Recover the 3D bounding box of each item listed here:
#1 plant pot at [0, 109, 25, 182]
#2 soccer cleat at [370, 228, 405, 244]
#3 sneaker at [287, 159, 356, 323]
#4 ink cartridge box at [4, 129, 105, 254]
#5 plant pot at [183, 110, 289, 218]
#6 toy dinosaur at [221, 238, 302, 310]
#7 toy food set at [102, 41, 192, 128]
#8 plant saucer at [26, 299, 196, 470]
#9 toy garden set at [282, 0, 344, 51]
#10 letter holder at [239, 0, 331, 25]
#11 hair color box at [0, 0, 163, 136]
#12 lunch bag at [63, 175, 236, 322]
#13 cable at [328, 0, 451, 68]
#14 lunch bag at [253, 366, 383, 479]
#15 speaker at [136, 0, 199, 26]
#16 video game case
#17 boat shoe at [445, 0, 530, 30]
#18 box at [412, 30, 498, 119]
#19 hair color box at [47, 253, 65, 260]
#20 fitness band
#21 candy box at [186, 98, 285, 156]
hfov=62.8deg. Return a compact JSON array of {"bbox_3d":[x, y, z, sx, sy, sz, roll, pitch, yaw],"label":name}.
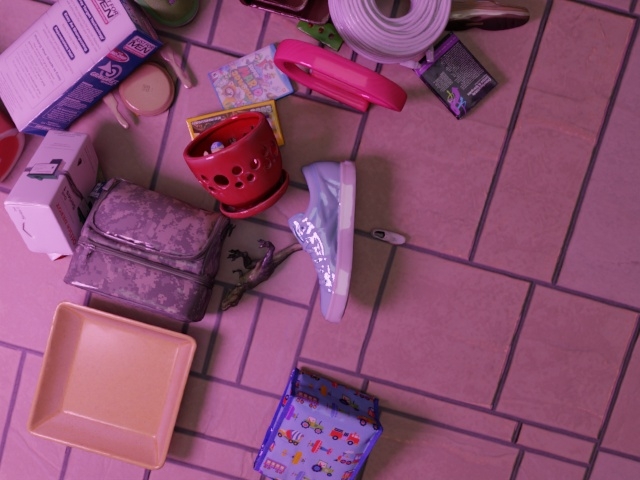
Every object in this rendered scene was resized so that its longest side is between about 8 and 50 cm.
[{"bbox_3d":[-0.806,-0.227,1.121,0.243,0.275,0.274,33,95,-11],"label":"plant pot"},{"bbox_3d":[0.157,-0.009,1.216,0.083,0.035,0.029,17,95,0],"label":"soccer cleat"},{"bbox_3d":[0.000,0.000,1.180,0.150,0.135,0.365,3,84,2],"label":"sneaker"},{"bbox_3d":[-0.549,-0.100,1.110,0.093,0.160,0.219,5,51,0],"label":"ink cartridge box"},{"bbox_3d":[-0.167,-0.158,1.124,0.191,0.191,0.174,-28,122,3],"label":"plant pot"},{"bbox_3d":[-0.136,0.052,1.205,0.268,0.064,0.118,-34,134,0],"label":"toy dinosaur"},{"bbox_3d":[-0.399,-0.351,1.204,0.192,0.038,0.132,-32,101,-2],"label":"toy food set"},{"bbox_3d":[-0.480,0.332,1.237,0.333,0.081,0.332,16,94,0],"label":"plant saucer"},{"bbox_3d":[0.014,-0.577,1.167,0.204,0.049,0.244,31,100,3],"label":"toy garden set"},{"bbox_3d":[-0.040,-0.627,1.068,0.215,0.152,0.301,17,99,3],"label":"letter holder"},{"bbox_3d":[-0.527,-0.392,1.123,0.347,0.105,0.173,-33,83,15],"label":"hair color box"},{"bbox_3d":[-0.368,0.019,1.154,0.305,0.212,0.255,18,79,-1],"label":"lunch bag"},{"bbox_3d":[0.146,-0.501,1.091,0.257,0.089,0.256,2,97,-14],"label":"cable"},{"bbox_3d":[-0.017,0.484,1.226,0.221,0.138,0.293,22,104,-3],"label":"lunch bag"},{"bbox_3d":[-0.332,-0.529,1.052,0.131,0.296,0.131,0,95,1],"label":"speaker"},{"bbox_3d":[-0.159,-0.362,1.204,0.166,0.015,0.119,-23,94,3],"label":"video game case"},{"bbox_3d":[0.364,-0.511,1.159,0.190,0.068,0.072,1,83,1],"label":"boat shoe"},{"bbox_3d":[0.304,-0.371,1.187,0.116,0.029,0.162,-42,91,5],"label":"box"},{"bbox_3d":[-0.623,-0.048,1.222,0.093,0.053,0.167,-32,95,5],"label":"hair color box"},{"bbox_3d":[0.042,-0.340,1.105,0.291,0.209,0.054,22,94,-1],"label":"fitness band"},{"bbox_3d":[-0.193,-0.249,1.200,0.206,0.027,0.105,-12,109,2],"label":"candy box"}]
